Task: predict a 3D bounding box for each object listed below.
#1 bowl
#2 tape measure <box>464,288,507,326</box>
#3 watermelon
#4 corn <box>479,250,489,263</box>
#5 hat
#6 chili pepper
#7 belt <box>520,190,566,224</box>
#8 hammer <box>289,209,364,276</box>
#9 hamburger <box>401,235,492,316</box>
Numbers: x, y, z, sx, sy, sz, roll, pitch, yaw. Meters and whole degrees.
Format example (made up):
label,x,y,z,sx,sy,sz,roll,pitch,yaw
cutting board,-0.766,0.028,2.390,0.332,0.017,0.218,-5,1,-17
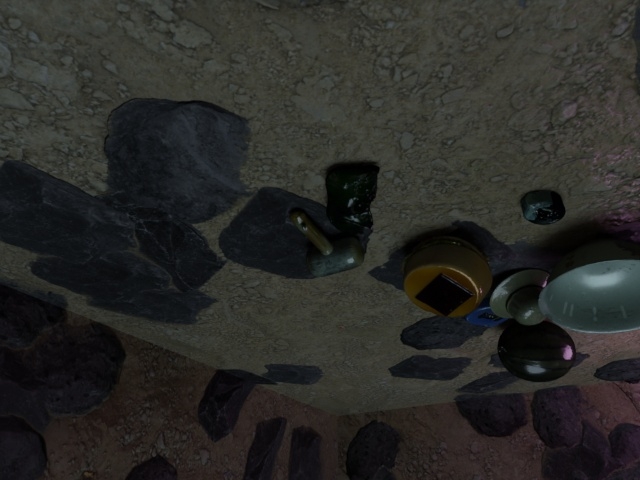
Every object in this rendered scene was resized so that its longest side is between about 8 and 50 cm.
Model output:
label,x,y,z,sx,sy,sz,roll,pitch,yaw
bowl,0.954,0.121,1.685,0.433,0.196,0.435,6,141,5
tape measure,0.731,0.249,2.032,0.215,0.098,0.351,12,144,-20
watermelon,0.960,0.494,2.262,0.358,0.279,0.279,1,149,-5
corn,0.498,0.105,1.798,0.086,0.086,0.253,19,141,-29
hat,0.785,0.244,1.897,0.256,0.130,0.257,-5,128,-6
chili pepper,0.081,-0.096,1.424,0.148,0.116,0.265,4,148,-1
belt,0.659,-0.095,1.485,0.139,0.058,0.105,14,143,-21
hammer,0.000,0.000,1.618,0.201,0.113,0.305,-19,136,23
hamburger,0.419,0.114,1.676,0.299,0.176,0.300,15,134,16
